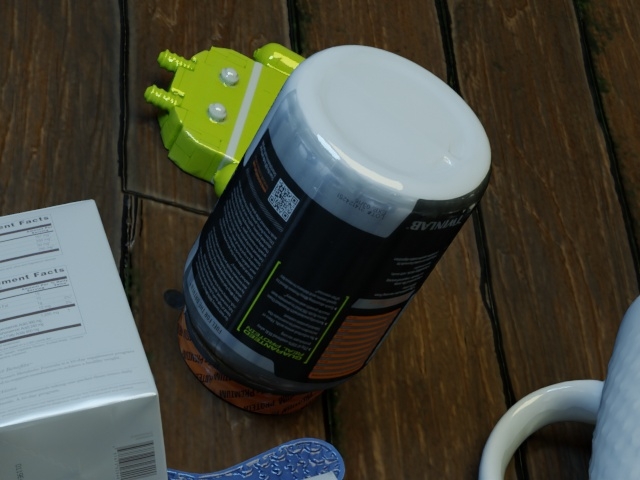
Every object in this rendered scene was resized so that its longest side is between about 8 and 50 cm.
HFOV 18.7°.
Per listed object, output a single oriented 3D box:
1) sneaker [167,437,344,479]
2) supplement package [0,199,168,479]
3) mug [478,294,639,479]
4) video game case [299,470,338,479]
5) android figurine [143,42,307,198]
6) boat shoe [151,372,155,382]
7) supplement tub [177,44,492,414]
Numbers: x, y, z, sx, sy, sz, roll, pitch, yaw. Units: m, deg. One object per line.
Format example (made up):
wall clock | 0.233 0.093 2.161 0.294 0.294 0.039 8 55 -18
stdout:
sneaker | -0.091 0.231 1.606 0.232 0.090 0.081 -10 54 -13
supplement package | -0.214 0.100 1.546 0.134 0.139 0.244 -11 42 -12
mug | 0.329 0.223 1.761 0.374 0.276 0.328 6 45 16
video game case | -0.071 0.287 1.433 0.270 0.061 0.244 -13 29 -16
android figurine | -0.051 -0.109 1.987 0.273 0.056 0.248 27 40 -9
boat shoe | -0.189 0.156 1.632 0.056 0.049 0.152 35 40 2
supplement tub | 0.000 0.000 1.704 0.194 0.316 0.193 18 41 -17
